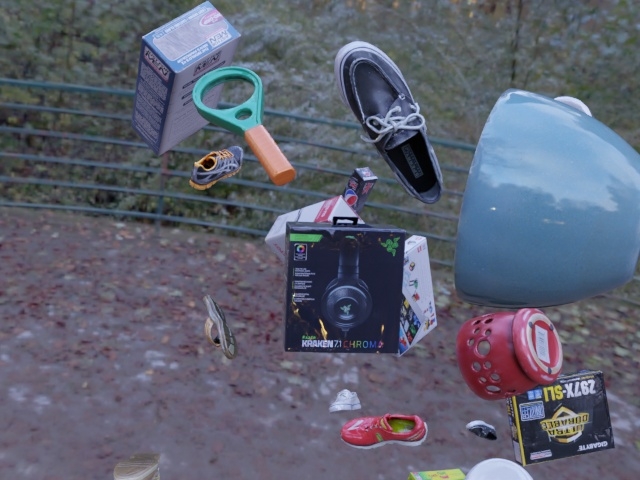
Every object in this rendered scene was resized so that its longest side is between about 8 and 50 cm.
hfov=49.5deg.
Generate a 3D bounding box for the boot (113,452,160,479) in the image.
[{"bbox_3d":[-0.441,0.631,1.676,0.095,0.203,0.262,2,-8,-6],"label":"boot"}]

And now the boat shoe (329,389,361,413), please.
[{"bbox_3d":[0.038,0.259,1.123,0.035,0.035,0.100,-18,-15,22],"label":"boat shoe"}]

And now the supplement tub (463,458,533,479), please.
[{"bbox_3d":[0.348,0.508,1.348,0.144,0.144,0.199,19,-23,24],"label":"supplement tub"}]

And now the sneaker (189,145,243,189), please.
[{"bbox_3d":[-0.309,-0.235,2.108,0.084,0.083,0.215,28,48,20],"label":"sneaker"}]

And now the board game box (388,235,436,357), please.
[{"bbox_3d":[0.248,0.162,2.007,0.053,0.305,0.193,16,36,43],"label":"board game box"}]

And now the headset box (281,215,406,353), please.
[{"bbox_3d":[0.046,0.087,1.483,0.247,0.282,0.131,3,7,-7],"label":"headset box"}]

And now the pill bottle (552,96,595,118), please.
[{"bbox_3d":[0.591,-0.265,1.659,0.131,0.130,0.246,19,11,23],"label":"pill bottle"}]

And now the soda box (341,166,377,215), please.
[{"bbox_3d":[0.106,-0.139,2.094,0.060,0.168,0.053,-12,52,-36],"label":"soda box"}]

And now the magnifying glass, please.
[{"bbox_3d":[-0.091,-0.147,0.869,0.092,0.026,0.231,-25,50,-11],"label":"magnifying glass"}]

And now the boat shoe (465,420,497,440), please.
[{"bbox_3d":[0.523,0.613,2.233,0.142,0.049,0.040,24,31,-39],"label":"boat shoe"}]

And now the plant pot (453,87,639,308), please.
[{"bbox_3d":[0.312,-0.035,0.891,0.196,0.290,0.290,15,19,24],"label":"plant pot"}]

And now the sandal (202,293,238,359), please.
[{"bbox_3d":[-0.215,0.183,1.428,0.049,0.072,0.180,-32,45,-2],"label":"sandal"}]

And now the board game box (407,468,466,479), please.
[{"bbox_3d":[0.326,0.712,1.998,0.181,0.092,0.043,7,21,-29],"label":"board game box"}]

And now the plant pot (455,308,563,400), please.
[{"bbox_3d":[0.424,0.246,1.529,0.191,0.191,0.174,-10,-10,-47],"label":"plant pot"}]

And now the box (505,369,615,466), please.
[{"bbox_3d":[0.774,0.571,2.255,0.322,0.257,0.079,-7,-6,-9],"label":"box"}]

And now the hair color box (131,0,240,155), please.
[{"bbox_3d":[-0.301,-0.339,1.503,0.105,0.347,0.174,48,62,3],"label":"hair color box"}]

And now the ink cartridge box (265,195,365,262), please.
[{"bbox_3d":[0.000,0.000,2.077,0.273,0.197,0.114,-17,35,41],"label":"ink cartridge box"}]

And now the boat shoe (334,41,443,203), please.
[{"bbox_3d":[0.123,-0.193,1.185,0.113,0.306,0.105,-25,24,4],"label":"boat shoe"}]

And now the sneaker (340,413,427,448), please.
[{"bbox_3d":[0.195,0.587,2.196,0.279,0.118,0.107,-7,51,10],"label":"sneaker"}]
